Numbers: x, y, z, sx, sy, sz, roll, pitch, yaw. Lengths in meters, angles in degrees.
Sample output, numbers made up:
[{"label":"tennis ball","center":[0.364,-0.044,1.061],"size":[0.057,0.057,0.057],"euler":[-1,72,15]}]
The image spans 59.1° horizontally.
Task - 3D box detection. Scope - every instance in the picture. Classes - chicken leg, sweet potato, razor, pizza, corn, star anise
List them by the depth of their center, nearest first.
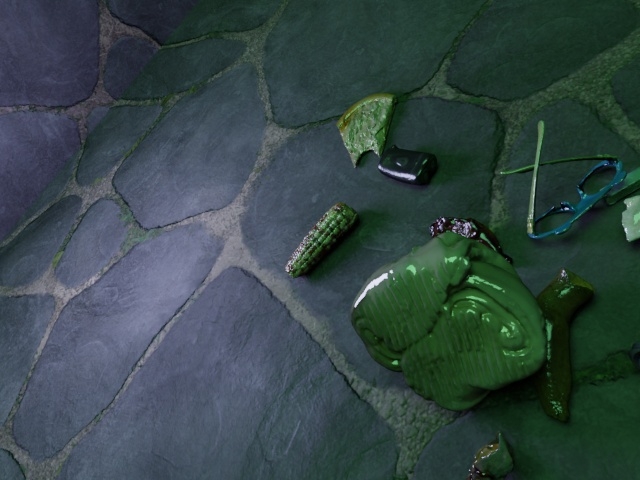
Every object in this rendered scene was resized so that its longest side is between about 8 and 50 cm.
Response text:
[{"label":"star anise","center":[0.324,0.450,0.917],"size":[0.218,0.148,0.227],"euler":[-32,68,-35]},{"label":"sweet potato","center":[0.434,0.181,1.031],"size":[0.111,0.085,0.286],"euler":[2,61,29]},{"label":"chicken leg","center":[0.332,-0.004,1.254],"size":[0.205,0.053,0.093],"euler":[12,89,45]},{"label":"razor","center":[0.222,-0.192,1.451],"size":[0.148,0.054,0.090],"euler":[22,73,42]},{"label":"corn","center":[0.000,0.000,1.454],"size":[0.237,0.079,0.079],"euler":[-48,46,2]},{"label":"pizza","center":[0.123,-0.318,1.618],"size":[0.181,0.034,0.262],"euler":[-7,56,28]}]

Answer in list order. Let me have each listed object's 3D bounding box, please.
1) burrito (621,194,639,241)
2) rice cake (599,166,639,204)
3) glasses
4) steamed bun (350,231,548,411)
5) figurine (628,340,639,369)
[{"label":"burrito","center":[0.753,-0.065,1.000],"size":[0.391,0.076,0.117],"euler":[-9,55,29]},{"label":"rice cake","center":[0.654,-0.135,1.146],"size":[0.180,0.030,0.042],"euler":[-33,41,10]},{"label":"glasses","center":[0.490,-0.134,1.183],"size":[0.239,0.102,0.207],"euler":[-40,74,2]},{"label":"steamed bun","center":[0.246,0.129,1.066],"size":[0.324,0.309,0.219],"euler":[-51,-5,37]},{"label":"figurine","center":[0.598,0.170,0.916],"size":[0.157,0.114,0.126],"euler":[-39,81,-3]}]
